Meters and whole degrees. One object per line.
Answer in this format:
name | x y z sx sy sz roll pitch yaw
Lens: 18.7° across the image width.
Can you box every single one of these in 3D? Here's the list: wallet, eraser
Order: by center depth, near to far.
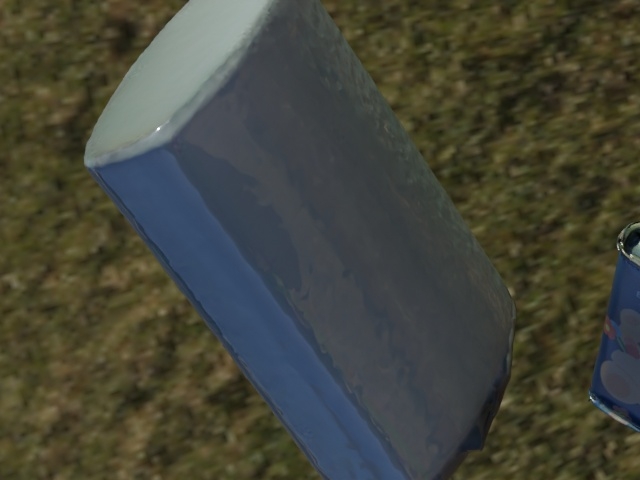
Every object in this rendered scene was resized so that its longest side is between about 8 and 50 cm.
eraser | 0.000 0.000 1.140 0.104 0.189 0.290 -9 126 41
wallet | 0.295 0.089 1.594 0.141 0.059 0.202 31 144 24
